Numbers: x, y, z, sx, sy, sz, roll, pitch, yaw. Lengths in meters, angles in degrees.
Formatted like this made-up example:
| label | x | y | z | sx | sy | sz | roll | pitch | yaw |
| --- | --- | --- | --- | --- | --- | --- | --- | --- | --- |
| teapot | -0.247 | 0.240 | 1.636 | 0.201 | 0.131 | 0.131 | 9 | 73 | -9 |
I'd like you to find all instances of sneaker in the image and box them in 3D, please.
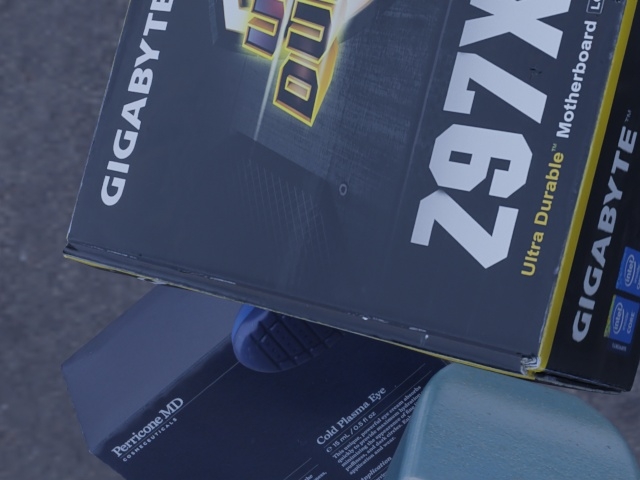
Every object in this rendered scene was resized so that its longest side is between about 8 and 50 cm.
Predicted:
| label | x | y | z | sx | sy | sz | roll | pitch | yaw |
| --- | --- | --- | --- | --- | --- | --- | --- | --- | --- |
| sneaker | 0.000 | 0.000 | 0.794 | 0.059 | 0.053 | 0.144 | 25 | 68 | 35 |

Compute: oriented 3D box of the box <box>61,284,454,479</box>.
| label | x | y | z | sx | sy | sz | roll | pitch | yaw |
| --- | --- | --- | --- | --- | --- | --- | --- | --- | --- |
| box | -0.047 | 0.164 | 1.840 | 0.343 | 0.312 | 0.179 | -39 | 34 | 3 |

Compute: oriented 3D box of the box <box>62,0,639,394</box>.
| label | x | y | z | sx | sy | sz | roll | pitch | yaw |
| --- | --- | --- | --- | --- | --- | --- | --- | --- | --- |
| box | 0.040 | -0.119 | 0.685 | 0.257 | 0.079 | 0.322 | 13 | 87 | 39 |

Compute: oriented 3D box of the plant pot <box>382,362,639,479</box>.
| label | x | y | z | sx | sy | sz | roll | pitch | yaw |
| --- | --- | --- | --- | --- | --- | --- | --- | --- | --- |
| plant pot | 0.168 | 0.265 | 1.633 | 0.247 | 0.252 | 0.247 | 17 | 125 | -4 |
